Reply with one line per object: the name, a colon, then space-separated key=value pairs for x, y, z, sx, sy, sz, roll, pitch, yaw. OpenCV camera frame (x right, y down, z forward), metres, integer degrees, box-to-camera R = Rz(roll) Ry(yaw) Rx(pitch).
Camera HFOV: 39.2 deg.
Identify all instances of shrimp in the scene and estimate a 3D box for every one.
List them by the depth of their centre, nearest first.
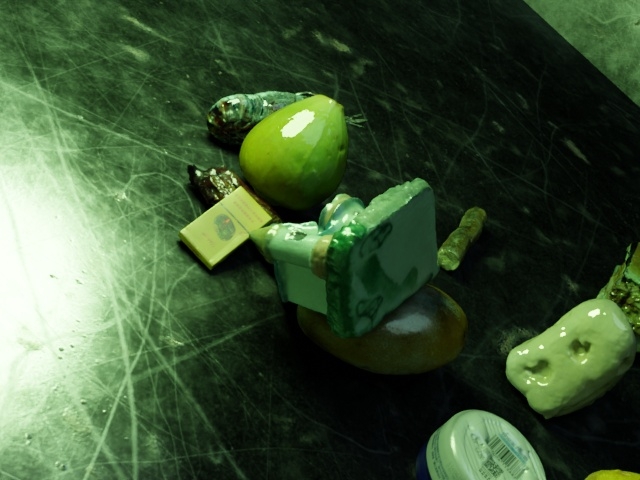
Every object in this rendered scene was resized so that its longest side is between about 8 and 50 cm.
shrimp: x=-0.076 y=-0.263 z=1.903 sx=0.372 sy=0.137 sz=0.172 roll=3 pitch=43 yaw=-38

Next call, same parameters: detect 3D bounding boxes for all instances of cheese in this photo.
cheese: x=0.530 y=0.227 z=1.807 sx=0.173 sy=0.251 sz=0.248 roll=53 pitch=22 yaw=20

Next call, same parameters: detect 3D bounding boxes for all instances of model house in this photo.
model house: x=0.000 y=0.000 z=1.558 sx=0.325 sy=0.194 sz=0.267 roll=14 pitch=34 yaw=37

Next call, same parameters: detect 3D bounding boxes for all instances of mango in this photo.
mango: x=0.113 y=0.149 z=1.594 sx=0.316 sy=0.146 sz=0.192 roll=7 pitch=34 yaw=-20

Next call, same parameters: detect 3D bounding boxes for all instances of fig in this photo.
fig: x=-0.037 y=-0.164 z=1.748 sx=0.230 sy=0.207 sz=0.207 roll=-34 pitch=69 yaw=-9

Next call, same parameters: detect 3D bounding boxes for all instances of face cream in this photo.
face cream: x=0.270 y=0.386 z=1.484 sx=0.206 sy=0.111 sz=0.206 roll=23 pitch=39 yaw=-20

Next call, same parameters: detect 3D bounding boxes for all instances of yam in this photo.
yam: x=0.322 y=-0.007 z=2.021 sx=0.061 sy=0.061 sz=0.253 roll=40 pitch=34 yaw=4

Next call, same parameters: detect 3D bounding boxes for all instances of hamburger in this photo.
hamburger: x=0.755 y=0.143 z=2.125 sx=0.192 sy=0.167 sz=0.288 roll=41 pitch=35 yaw=7

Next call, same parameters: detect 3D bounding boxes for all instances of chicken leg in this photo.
chicken leg: x=-0.151 y=-0.071 z=1.686 sx=0.234 sy=0.063 sz=0.105 roll=40 pitch=40 yaw=0

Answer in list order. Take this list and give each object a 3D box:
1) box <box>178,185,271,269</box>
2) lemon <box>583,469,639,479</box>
box: x=-0.168 y=-0.023 z=1.598 sx=0.087 sy=0.023 sz=0.155 roll=48 pitch=58 yaw=3
lemon: x=0.521 y=0.487 z=1.516 sx=0.257 sy=0.188 sz=0.188 roll=40 pitch=35 yaw=-6
